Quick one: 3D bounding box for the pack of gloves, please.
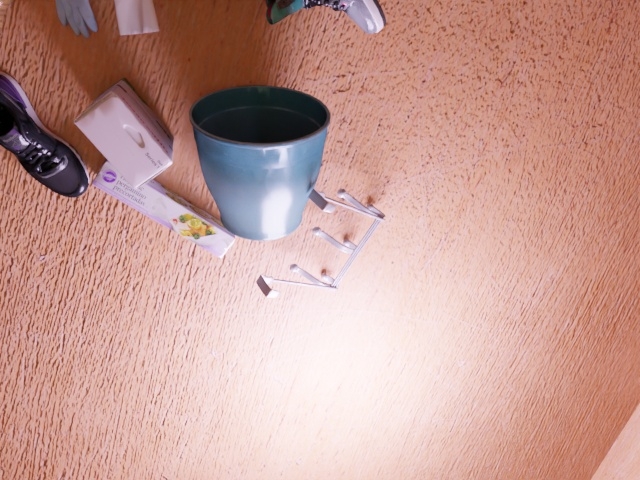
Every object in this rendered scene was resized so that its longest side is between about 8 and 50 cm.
[{"bbox_3d":[-0.414,-0.488,0.936,0.195,0.046,0.232,-2,115,9],"label":"pack of gloves"}]

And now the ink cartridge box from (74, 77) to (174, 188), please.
[{"bbox_3d":[-0.368,-0.212,1.004,0.092,0.219,0.160,-35,116,3],"label":"ink cartridge box"}]

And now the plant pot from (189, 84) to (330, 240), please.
[{"bbox_3d":[-0.121,-0.148,1.082,0.271,0.272,0.255,-5,128,-12],"label":"plant pot"}]

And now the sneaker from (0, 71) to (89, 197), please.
[{"bbox_3d":[-0.578,-0.187,1.017,0.107,0.124,0.283,-33,117,2],"label":"sneaker"}]

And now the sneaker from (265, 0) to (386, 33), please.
[{"bbox_3d":[-0.022,-0.479,1.024,0.295,0.124,0.178,41,94,-17],"label":"sneaker"}]

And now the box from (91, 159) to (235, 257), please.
[{"bbox_3d":[-0.339,-0.072,1.159,0.324,0.067,0.063,33,101,-23],"label":"box"}]

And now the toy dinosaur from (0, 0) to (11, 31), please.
[{"bbox_3d":[-0.580,-0.466,0.942,0.112,0.064,0.211,23,116,-40],"label":"toy dinosaur"}]

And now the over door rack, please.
[{"bbox_3d":[0.000,0.000,1.185,0.239,0.108,0.324,-58,154,14],"label":"over door rack"}]
